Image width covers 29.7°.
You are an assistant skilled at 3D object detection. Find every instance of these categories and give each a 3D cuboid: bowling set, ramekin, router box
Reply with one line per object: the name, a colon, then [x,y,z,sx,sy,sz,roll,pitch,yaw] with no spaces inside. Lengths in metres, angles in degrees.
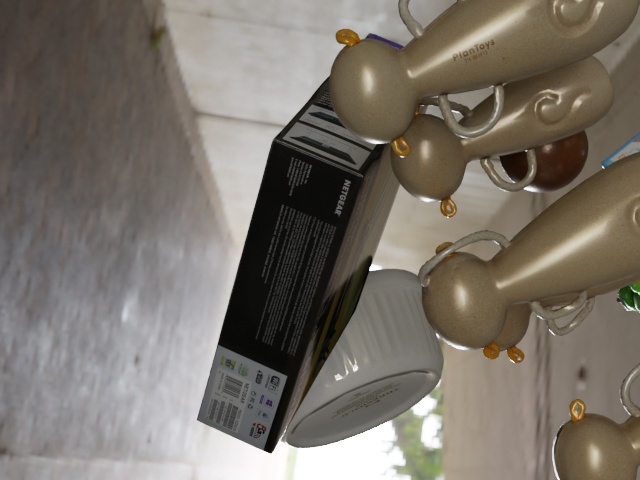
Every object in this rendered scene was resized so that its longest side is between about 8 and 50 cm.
bowling set: [0.109,-0.005,0.653,0.287,0.154,0.200,65,-5,-8]
ramekin: [0.029,0.157,1.509,0.273,0.273,0.127,98,-29,-62]
router box: [0.000,0.000,1.083,0.243,0.081,0.308,-56,166,-54]

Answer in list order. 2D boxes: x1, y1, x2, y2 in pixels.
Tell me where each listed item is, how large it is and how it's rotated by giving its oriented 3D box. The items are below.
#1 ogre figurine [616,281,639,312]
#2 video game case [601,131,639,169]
ogre figurine: [0.390,0.047,1.284,0.097,0.118,0.197,56,-3,-33]
video game case: [0.384,-0.095,1.217,0.119,0.166,0.015,53,3,41]
